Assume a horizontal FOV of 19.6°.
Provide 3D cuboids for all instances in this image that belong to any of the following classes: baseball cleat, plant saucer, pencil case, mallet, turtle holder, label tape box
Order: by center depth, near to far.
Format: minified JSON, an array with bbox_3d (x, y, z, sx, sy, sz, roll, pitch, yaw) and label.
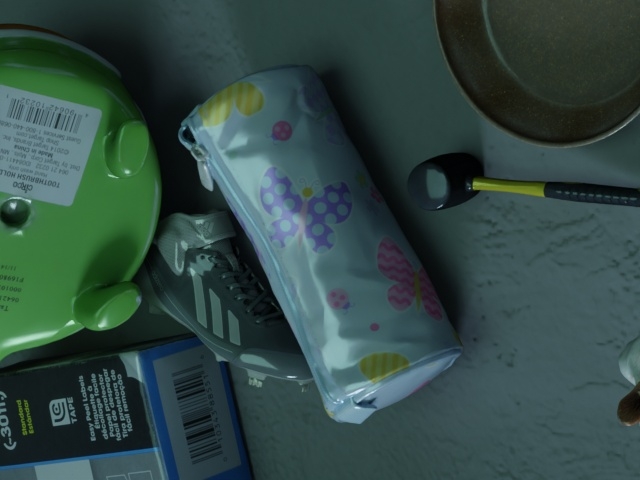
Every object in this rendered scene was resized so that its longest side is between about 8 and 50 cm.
[{"bbox_3d":[0.166,-0.164,1.275,0.198,0.036,0.198,10,107,37],"label":"plant saucer"},{"bbox_3d":[0.149,-0.035,1.302,0.190,0.062,0.039,8,104,38],"label":"mallet"},{"bbox_3d":[0.000,0.000,1.394,0.113,0.124,0.273,-37,77,38],"label":"pencil case"},{"bbox_3d":[-0.075,0.039,1.499,0.206,0.072,0.109,26,113,30],"label":"baseball cleat"},{"bbox_3d":[-0.254,-0.028,1.541,0.227,0.243,0.320,-119,16,-61],"label":"turtle holder"},{"bbox_3d":[-0.212,0.222,1.633,0.334,0.106,0.240,-12,92,40],"label":"label tape box"}]

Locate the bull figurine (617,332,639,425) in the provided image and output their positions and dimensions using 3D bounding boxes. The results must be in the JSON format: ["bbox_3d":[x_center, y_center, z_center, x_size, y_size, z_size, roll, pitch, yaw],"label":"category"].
[{"bbox_3d":[0.284,0.192,1.218,0.188,0.101,0.310,8,105,36],"label":"bull figurine"}]
